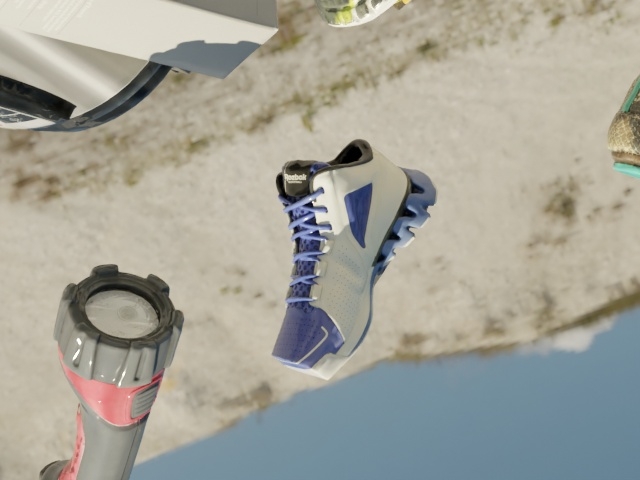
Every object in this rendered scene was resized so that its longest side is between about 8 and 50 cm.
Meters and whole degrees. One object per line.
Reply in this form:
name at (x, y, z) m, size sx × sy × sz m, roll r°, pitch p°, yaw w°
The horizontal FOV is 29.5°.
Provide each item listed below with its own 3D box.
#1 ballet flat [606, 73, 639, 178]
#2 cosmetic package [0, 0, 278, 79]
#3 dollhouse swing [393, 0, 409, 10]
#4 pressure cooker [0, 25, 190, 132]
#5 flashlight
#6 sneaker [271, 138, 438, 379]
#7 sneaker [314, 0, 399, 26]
ballet flat at (0.546, -0.082, 1.380) m, size 0.482 × 0.182 × 0.164 m, roll 22°, pitch -179°, yaw -21°
cosmetic package at (-0.157, -0.224, 0.971) m, size 0.238 × 0.127 × 0.107 m, roll 6°, pitch 158°, yaw -30°
dollhouse swing at (0.058, -0.463, 1.340) m, size 0.315 × 0.347 × 0.305 m, roll -45°, pitch -173°, yaw 13°
pressure cooker at (-0.338, -0.324, 1.415) m, size 0.375 × 0.370 × 0.420 m, roll -27°, pitch 158°, yaw 13°
flashlight at (-0.200, 0.161, 1.063) m, size 0.103 × 0.304 × 0.103 m, roll 13°, pitch -140°, yaw -12°
sneaker at (0.001, -0.001, 1.509) m, size 0.127 × 0.182 × 0.316 m, roll 1°, pitch -124°, yaw 55°
sneaker at (0.033, -0.100, 0.442) m, size 0.083 × 0.031 × 0.035 m, roll -22°, pitch 171°, yaw 42°
